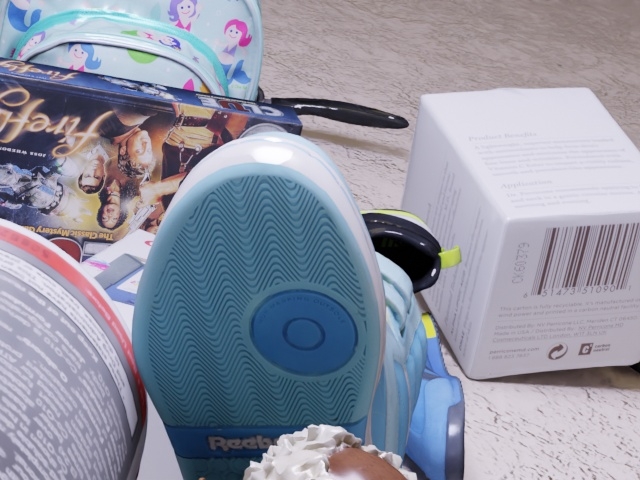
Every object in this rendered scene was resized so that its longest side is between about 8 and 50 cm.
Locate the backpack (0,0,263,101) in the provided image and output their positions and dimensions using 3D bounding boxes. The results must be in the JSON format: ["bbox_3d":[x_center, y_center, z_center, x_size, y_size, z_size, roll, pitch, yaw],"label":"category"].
[{"bbox_3d":[-0.155,-0.122,1.445,0.225,0.254,0.191,13,20,-8],"label":"backpack"}]

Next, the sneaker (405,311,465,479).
[{"bbox_3d":[0.050,0.108,1.270,0.082,0.069,0.209,0,22,-8],"label":"sneaker"}]

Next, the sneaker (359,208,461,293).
[{"bbox_3d":[-0.018,0.020,1.319,0.234,0.084,0.097,-13,12,-11],"label":"sneaker"}]

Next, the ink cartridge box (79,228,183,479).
[{"bbox_3d":[-0.101,0.079,1.186,0.154,0.093,0.212,20,19,14],"label":"ink cartridge box"}]

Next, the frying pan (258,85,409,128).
[{"bbox_3d":[-0.096,-0.149,1.858,0.326,0.053,0.197,6,22,-30],"label":"frying pan"}]

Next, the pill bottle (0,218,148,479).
[{"bbox_3d":[-0.198,0.136,0.790,0.210,0.210,0.363,15,19,-2],"label":"pill bottle"}]

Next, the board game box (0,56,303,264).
[{"bbox_3d":[-0.150,-0.034,1.347,0.243,0.165,0.042,8,21,-18],"label":"board game box"}]

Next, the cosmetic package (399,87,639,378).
[{"bbox_3d":[0.164,-0.010,1.457,0.151,0.151,0.184,-3,35,-18],"label":"cosmetic package"}]

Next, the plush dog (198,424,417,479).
[{"bbox_3d":[0.017,0.215,0.852,0.262,0.211,0.225,41,1,-12],"label":"plush dog"}]

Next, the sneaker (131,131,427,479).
[{"bbox_3d":[-0.012,0.033,0.991,0.127,0.319,0.208,5,41,8],"label":"sneaker"}]

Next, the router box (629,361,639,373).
[{"bbox_3d":[0.256,0.022,1.570,0.133,0.046,0.179,-36,42,-16],"label":"router box"}]
